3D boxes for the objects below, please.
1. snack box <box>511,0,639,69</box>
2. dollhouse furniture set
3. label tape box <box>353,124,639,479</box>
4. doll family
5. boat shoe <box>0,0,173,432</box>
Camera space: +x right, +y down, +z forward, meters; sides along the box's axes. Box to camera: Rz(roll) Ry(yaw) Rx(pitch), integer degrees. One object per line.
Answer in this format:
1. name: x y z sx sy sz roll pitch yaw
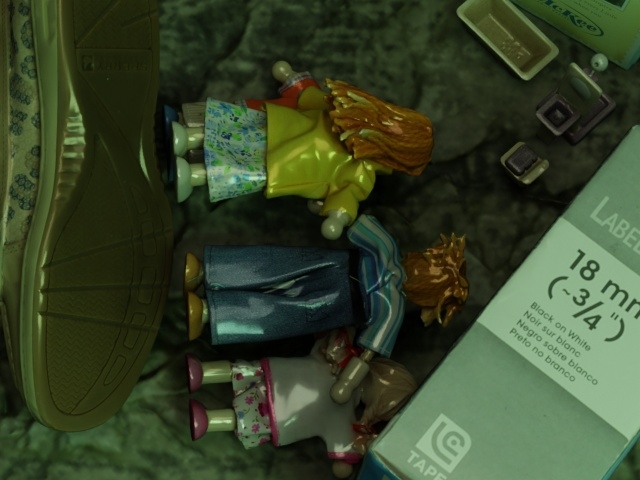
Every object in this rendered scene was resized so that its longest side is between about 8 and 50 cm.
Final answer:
1. snack box: 0.087 -0.242 1.171 0.322 0.187 0.060 32 71 5
2. dollhouse furniture set: 0.122 -0.109 1.185 0.091 0.081 0.114 -41 80 -17
3. label tape box: 0.152 0.051 1.052 0.106 0.240 0.334 38 71 9
4. doll family: 0.000 0.000 1.115 0.163 0.118 0.263 -4 72 -8
5. boat shoe: -0.149 -0.033 1.114 0.089 0.104 0.285 1 87 40
